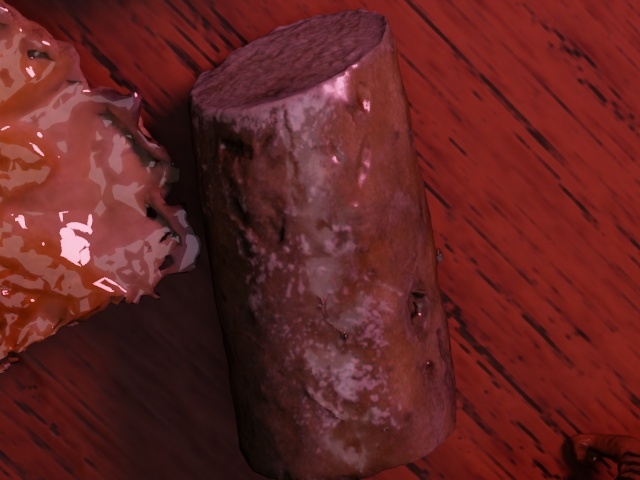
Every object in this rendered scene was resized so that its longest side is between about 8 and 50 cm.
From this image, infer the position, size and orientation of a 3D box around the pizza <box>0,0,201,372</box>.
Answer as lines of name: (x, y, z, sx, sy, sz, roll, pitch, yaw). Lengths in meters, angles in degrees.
pizza: (-0.322, -0.068, 0.856, 0.435, 0.080, 0.392, -26, 104, 0)

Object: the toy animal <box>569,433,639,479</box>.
toy animal: (0.195, 0.111, 0.928, 0.241, 0.099, 0.057, -16, 104, 0)

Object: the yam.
yam: (0.000, 0.000, 0.883, 0.107, 0.107, 0.194, -10, 103, -3)
